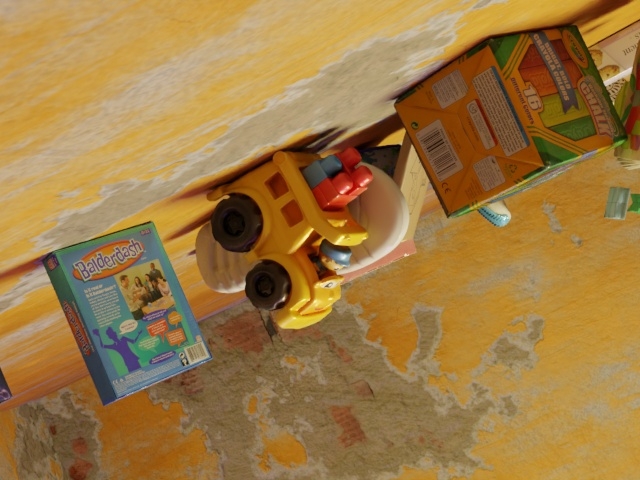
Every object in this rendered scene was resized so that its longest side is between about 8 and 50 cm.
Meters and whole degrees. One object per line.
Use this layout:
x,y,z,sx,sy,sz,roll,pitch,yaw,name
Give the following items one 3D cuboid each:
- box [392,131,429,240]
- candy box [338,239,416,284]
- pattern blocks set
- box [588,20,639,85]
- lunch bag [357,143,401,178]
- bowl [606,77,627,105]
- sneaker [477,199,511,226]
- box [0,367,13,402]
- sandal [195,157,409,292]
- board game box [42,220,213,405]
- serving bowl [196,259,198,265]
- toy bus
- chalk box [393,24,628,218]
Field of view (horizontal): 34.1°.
0.137,-0.097,1.551,0.021,0.201,0.164,18,-172,17,box
0.000,0.000,1.791,0.183,0.087,0.316,-22,-166,-24,candy box
0.436,-0.188,1.390,0.026,0.324,0.285,10,172,-1,pattern blocks set
0.446,-0.279,1.688,0.324,0.067,0.063,-26,175,30,box
0.048,-0.090,1.646,0.151,0.096,0.129,-9,172,-21,lunch bag
0.506,-0.271,1.957,0.170,0.080,0.170,-24,175,-2,bowl
0.315,-0.122,2.003,0.092,0.228,0.087,-29,139,4,sneaker
-0.506,0.165,1.297,0.108,0.153,0.207,-27,176,16,box
-0.027,-0.025,1.562,0.416,0.169,0.102,-13,178,40,sandal
-0.258,0.095,1.403,0.160,0.210,0.047,-19,174,-39,board game box
-0.196,0.019,1.943,0.083,0.027,0.083,-24,176,-2,serving bowl
-0.012,-0.020,1.403,0.211,0.220,0.149,-33,167,23,toy bus
0.277,-0.168,1.405,0.289,0.180,0.179,-21,174,-46,chalk box
